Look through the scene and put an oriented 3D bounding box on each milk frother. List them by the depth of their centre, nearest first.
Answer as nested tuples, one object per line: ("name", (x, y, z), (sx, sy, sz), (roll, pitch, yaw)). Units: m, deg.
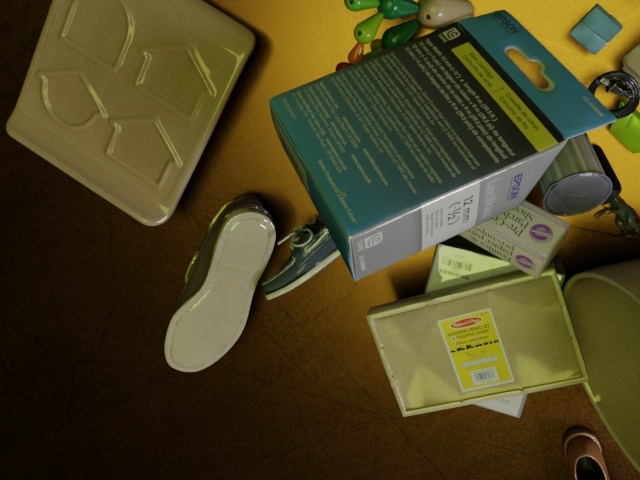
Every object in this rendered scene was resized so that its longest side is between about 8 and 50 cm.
("milk frother", (0.342, -0.125, 0.809), (0.129, 0.134, 0.143), (3, 142, -10))

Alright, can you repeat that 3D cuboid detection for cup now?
("cup", (0.497, 0.146, 0.789), (0.237, 0.331, 0.330), (-23, 98, -4))

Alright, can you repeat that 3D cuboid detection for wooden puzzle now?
("wooden puzzle", (-0.303, -0.247, 1.015), (0.322, 0.080, 0.347), (33, 106, 5))

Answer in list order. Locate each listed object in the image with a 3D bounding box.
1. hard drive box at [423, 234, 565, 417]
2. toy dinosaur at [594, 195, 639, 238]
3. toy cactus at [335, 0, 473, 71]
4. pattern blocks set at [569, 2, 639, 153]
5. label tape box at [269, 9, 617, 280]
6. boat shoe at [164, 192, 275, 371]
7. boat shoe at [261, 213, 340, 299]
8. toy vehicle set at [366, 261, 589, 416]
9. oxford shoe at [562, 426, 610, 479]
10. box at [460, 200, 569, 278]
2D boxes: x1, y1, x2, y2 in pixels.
("hard drive box", (0.238, 0.121, 0.948), (0.181, 0.089, 0.232), (15, 108, 12))
("toy dinosaur", (0.418, -0.044, 0.890), (0.090, 0.047, 0.082), (-13, 92, -14))
("toy cactus", (0.112, -0.314, 0.854), (0.181, 0.112, 0.218), (-1, 131, -18))
("pattern blocks set", (0.481, -0.205, 0.764), (0.325, 0.026, 0.285), (48, 137, -8))
("label tape box", (0.143, -0.134, 0.814), (0.348, 0.115, 0.249), (-23, 57, -8))
("boat shoe", (-0.170, 0.073, 1.050), (0.117, 0.096, 0.324), (17, 114, -22))
("boat shoe", (0.000, 0.000, 0.981), (0.255, 0.095, 0.079), (-37, 94, 20))
("toy vehicle set", (0.216, 0.144, 0.893), (0.267, 0.035, 0.165), (-16, 100, 19))
("oxford shoe", (0.424, 0.401, 0.980), (0.076, 0.076, 0.212), (-20, 100, 18))
("box", (0.173, -0.064, 0.870), (0.324, 0.063, 0.067), (34, 69, 24))
